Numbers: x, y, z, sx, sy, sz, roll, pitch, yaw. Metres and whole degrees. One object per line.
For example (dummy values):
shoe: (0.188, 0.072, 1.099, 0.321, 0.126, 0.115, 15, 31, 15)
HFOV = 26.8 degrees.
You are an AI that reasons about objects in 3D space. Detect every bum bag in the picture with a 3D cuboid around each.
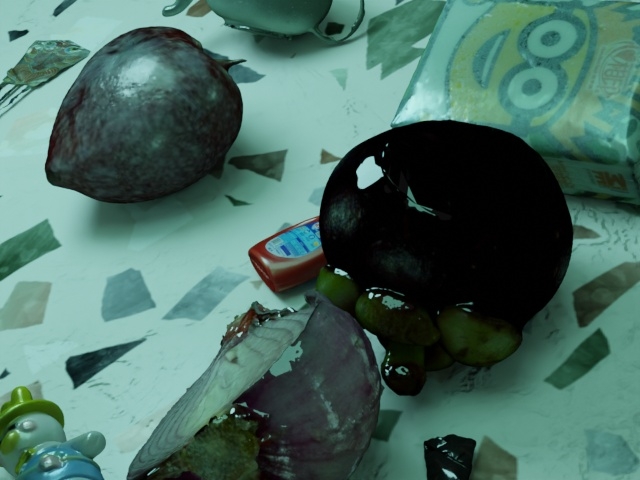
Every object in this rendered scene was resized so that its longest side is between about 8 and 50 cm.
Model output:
bum bag: (0.124, 0.233, 1.298, 0.058, 0.034, 0.124, -15, 38, 19)

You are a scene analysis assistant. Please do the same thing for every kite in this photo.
kite: (-0.471, -0.251, 2.100, 0.127, 0.016, 0.229, 16, 47, 38)

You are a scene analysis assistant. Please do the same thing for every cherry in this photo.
cherry: (-0.230, -0.160, 1.755, 0.300, 0.203, 0.230, -37, 49, -9)

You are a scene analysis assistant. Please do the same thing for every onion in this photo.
onion: (-0.041, 0.172, 1.346, 0.267, 0.159, 0.349, -38, 9, 14)

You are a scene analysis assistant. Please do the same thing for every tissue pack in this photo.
tissue pack: (0.268, -0.176, 1.611, 0.311, 0.128, 0.228, 11, 65, 30)

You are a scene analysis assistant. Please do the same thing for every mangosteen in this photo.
mangosteen: (0.125, 0.012, 1.399, 0.287, 0.233, 0.288, 9, 50, -11)

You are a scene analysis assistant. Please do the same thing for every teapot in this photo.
teapot: (-0.078, -0.360, 1.959, 0.294, 0.129, 0.193, 14, 7, 6)

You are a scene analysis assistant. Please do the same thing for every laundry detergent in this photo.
laundry detergent: (0.000, 0.000, 1.606, 0.165, 0.049, 0.097, -27, 37, -14)

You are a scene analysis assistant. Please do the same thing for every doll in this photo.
doll: (-0.288, 0.243, 1.398, 0.098, 0.135, 0.241, -6, 33, -31)
